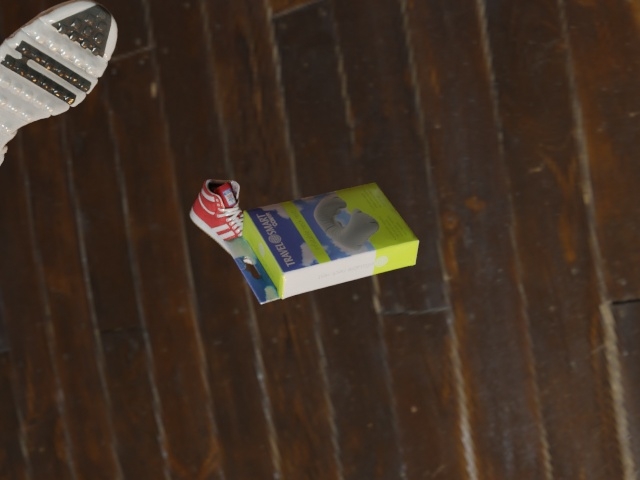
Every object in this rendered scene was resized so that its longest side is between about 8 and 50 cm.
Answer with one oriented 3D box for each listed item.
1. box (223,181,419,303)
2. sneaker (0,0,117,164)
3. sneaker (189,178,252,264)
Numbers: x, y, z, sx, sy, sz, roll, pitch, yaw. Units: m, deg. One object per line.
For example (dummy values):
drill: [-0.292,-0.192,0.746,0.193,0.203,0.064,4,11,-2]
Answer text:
box: [0.000,0.000,1.319,0.109,0.178,0.042,-124,30,-42]
sneaker: [-0.343,-0.171,1.369,0.292,0.110,0.118,-38,39,16]
sneaker: [-0.096,-0.024,1.448,0.118,0.042,0.067,35,130,13]
